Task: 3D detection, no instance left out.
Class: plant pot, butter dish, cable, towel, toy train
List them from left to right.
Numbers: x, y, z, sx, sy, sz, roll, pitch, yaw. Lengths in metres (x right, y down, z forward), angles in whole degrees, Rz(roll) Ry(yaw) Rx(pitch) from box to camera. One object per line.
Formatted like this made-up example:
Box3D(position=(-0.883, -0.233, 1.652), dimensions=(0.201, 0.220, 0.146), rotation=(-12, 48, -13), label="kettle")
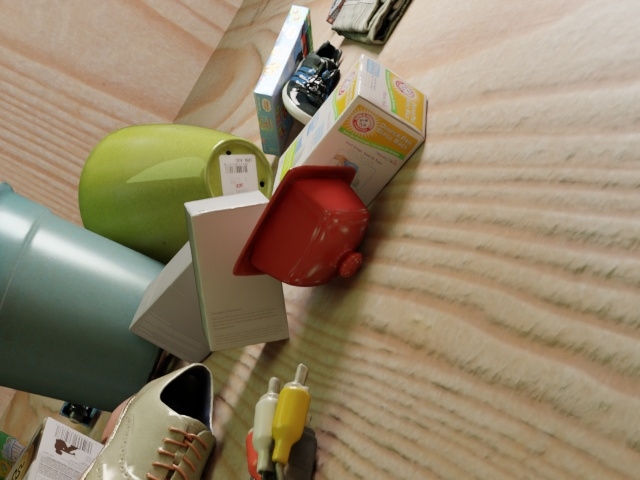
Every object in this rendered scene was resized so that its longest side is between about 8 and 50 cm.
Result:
Box3D(position=(-0.415, 0.121, 2.085), dimensions=(0.341, 0.334, 0.341), rotation=(-160, 90, -86), label="plant pot")
Box3D(position=(-0.442, 0.274, 2.481), dimensions=(0.184, 0.080, 0.105), rotation=(-67, 8, -20), label="toy train")
Box3D(position=(-0.220, -0.085, 2.156), dimensions=(0.293, 0.274, 0.275), rotation=(-10, 50, 52), label="plant pot")
Box3D(position=(-0.056, 0.262, 1.262), dimensions=(0.139, 0.072, 0.287), rotation=(-55, 15, 37), label="cable")
Box3D(position=(0.000, 0.000, 1.518), dimensions=(0.160, 0.118, 0.160), rotation=(-5, -51, -59), label="butter dish")
Box3D(position=(0.126, -0.471, 2.107), dimensions=(0.312, 0.056, 0.324), rotation=(-58, 16, 4), label="towel")

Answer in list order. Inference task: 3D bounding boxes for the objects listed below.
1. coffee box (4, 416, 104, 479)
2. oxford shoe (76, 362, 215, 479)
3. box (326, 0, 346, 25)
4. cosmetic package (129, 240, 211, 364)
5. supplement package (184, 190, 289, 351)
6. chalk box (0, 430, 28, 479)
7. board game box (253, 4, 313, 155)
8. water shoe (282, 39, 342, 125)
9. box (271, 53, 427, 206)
Box3D(position=(-0.382, 0.398, 1.730), dimensions=(0.168, 0.118, 0.297), rotation=(-55, 15, 17), label="coffee box")
Box3D(position=(-0.213, 0.288, 1.603), dimensions=(0.146, 0.140, 0.397), rotation=(-45, 21, 22), label="oxford shoe")
Box3D(position=(0.065, -0.466, 2.348), dimensions=(0.137, 0.027, 0.094), rotation=(-44, 20, 45), label="box")
Box3D(position=(-0.172, 0.077, 1.887), dimensions=(0.238, 0.127, 0.107), rotation=(-42, 22, 43), label="cosmetic package")
Box3D(position=(-0.108, 0.037, 1.634), dimensions=(0.105, 0.105, 0.179), rotation=(-134, 35, -75), label="supplement package")
Box3D(position=(-0.556, 0.440, 2.254), dimensions=(0.132, 0.213, 0.132), rotation=(-54, 16, 19), label="chalk box")
Box3D(position=(-0.060, -0.277, 2.221), dimensions=(0.160, 0.039, 0.212), rotation=(84, -157, -54), label="board game box")
Box3D(position=(-0.011, -0.270, 2.131), dimensions=(0.080, 0.073, 0.203), rotation=(-47, 20, 32), label="water shoe")
Box3D(position=(0.037, -0.116, 1.624), dimensions=(0.203, 0.103, 0.114), rotation=(-49, 18, 33), label="box")
